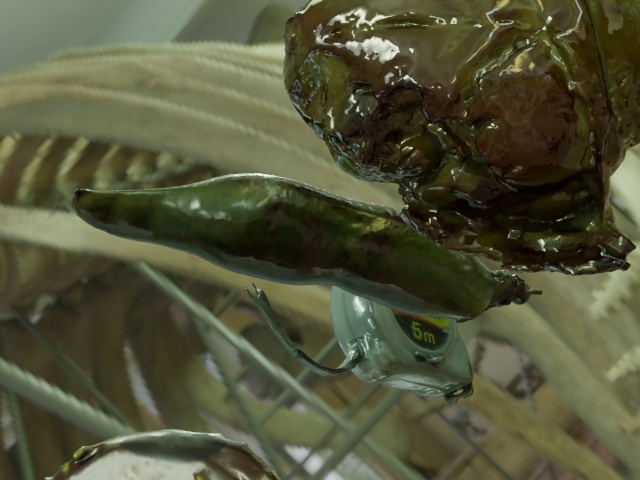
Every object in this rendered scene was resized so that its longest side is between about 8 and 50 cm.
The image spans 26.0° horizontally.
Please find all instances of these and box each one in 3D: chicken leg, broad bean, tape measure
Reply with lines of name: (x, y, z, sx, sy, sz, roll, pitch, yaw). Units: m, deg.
chicken leg: (0.158, -0.081, 0.733, 0.140, 0.361, 0.211, 63, -149, -80)
broad bean: (0.000, 0.000, 0.950, 0.061, 0.339, 0.077, -84, 12, -44)
tape measure: (0.018, 0.068, 1.345, 0.330, 0.164, 0.084, 19, -44, -42)

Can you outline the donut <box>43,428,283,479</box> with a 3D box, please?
donut: (-0.099, 0.230, 0.863, 0.230, 0.216, 0.096, -19, -32, 14)
